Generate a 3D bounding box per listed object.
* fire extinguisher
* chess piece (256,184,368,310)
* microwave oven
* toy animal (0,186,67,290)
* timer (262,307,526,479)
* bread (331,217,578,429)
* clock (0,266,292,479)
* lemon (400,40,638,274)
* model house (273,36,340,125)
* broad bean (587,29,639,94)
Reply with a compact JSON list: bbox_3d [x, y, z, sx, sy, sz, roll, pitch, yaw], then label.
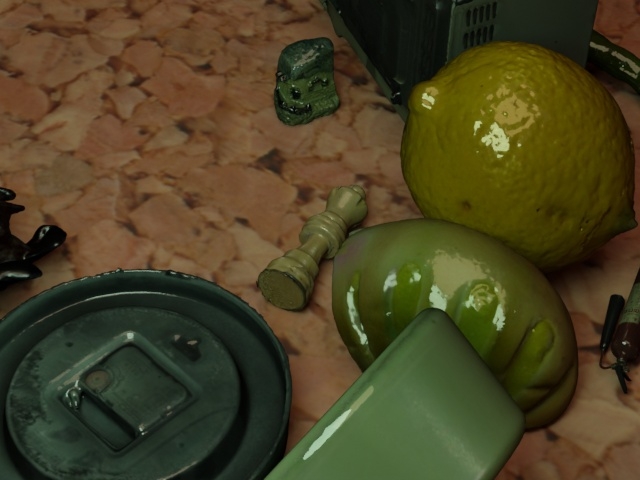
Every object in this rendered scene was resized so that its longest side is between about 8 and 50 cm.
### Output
[{"bbox_3d":[0.312,0.077,1.484,0.049,0.035,0.173,19,47,13],"label":"fire extinguisher"},{"bbox_3d":[0.000,-0.001,1.550,0.060,0.060,0.172,21,48,19],"label":"chess piece"},{"bbox_3d":[0.132,-0.308,1.686,0.219,0.286,0.355,-20,54,-15],"label":"microwave oven"},{"bbox_3d":[-0.359,0.033,1.509,0.179,0.116,0.218,-51,36,0],"label":"toy animal"},{"bbox_3d":[0.107,0.259,1.196,0.315,0.291,0.291,43,57,6],"label":"timer"},{"bbox_3d":[0.124,0.071,1.409,0.261,0.156,0.158,19,48,18],"label":"bread"},{"bbox_3d":[-0.184,0.162,1.391,0.319,0.066,0.318,-1,47,1],"label":"clock"},{"bbox_3d":[0.198,-0.089,1.496,0.253,0.228,0.228,44,52,-12],"label":"lemon"},{"bbox_3d":[-0.018,-0.188,1.704,0.079,0.083,0.066,-18,51,-16],"label":"model house"},{"bbox_3d":[0.334,-0.220,1.755,0.256,0.052,0.052,36,98,26],"label":"broad bean"}]
